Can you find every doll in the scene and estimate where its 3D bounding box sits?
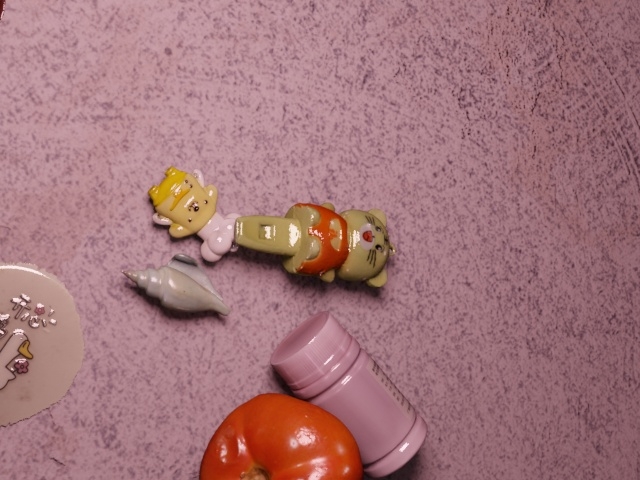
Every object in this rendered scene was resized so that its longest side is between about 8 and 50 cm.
[{"bbox_3d":[-0.187,-0.039,1.485,0.162,0.062,0.106,43,77,-15],"label":"doll"}]

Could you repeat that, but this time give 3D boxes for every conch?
[{"bbox_3d":[-0.218,0.069,1.472,0.180,0.088,0.065,21,122,-26],"label":"conch"}]

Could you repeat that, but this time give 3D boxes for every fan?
[{"bbox_3d":[-0.494,0.220,1.371,0.233,0.012,0.415,33,75,-16],"label":"fan"}]

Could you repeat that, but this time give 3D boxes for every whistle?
[{"bbox_3d":[0.000,0.000,1.521,0.288,0.106,0.131,8,75,-30],"label":"whistle"}]

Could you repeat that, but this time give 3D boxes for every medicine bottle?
[{"bbox_3d":[0.045,0.242,1.520,0.133,0.133,0.250,-45,103,-18],"label":"medicine bottle"}]

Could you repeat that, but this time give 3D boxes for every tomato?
[{"bbox_3d":[-0.053,0.357,1.431,0.180,0.259,0.260,19,77,-55],"label":"tomato"}]

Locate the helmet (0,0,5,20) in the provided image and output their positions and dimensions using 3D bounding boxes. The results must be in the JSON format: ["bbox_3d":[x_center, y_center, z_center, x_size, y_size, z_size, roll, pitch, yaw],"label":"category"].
[{"bbox_3d":[-0.523,-0.318,1.346,0.155,0.106,0.175,22,81,-17],"label":"helmet"}]
